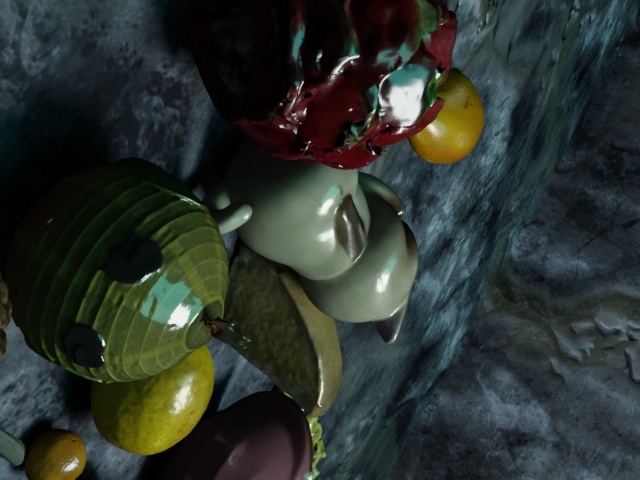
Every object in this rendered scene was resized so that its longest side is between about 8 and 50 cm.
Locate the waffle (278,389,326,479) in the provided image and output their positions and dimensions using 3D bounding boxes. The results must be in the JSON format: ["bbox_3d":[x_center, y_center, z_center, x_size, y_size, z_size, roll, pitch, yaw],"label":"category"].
[{"bbox_3d":[-0.104,0.466,1.976,0.317,0.073,0.297,-43,142,-22],"label":"waffle"}]

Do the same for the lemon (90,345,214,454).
[{"bbox_3d":[-0.233,0.204,1.306,0.170,0.170,0.207,-22,141,-59],"label":"lemon"}]

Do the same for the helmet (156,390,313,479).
[{"bbox_3d":[-0.168,0.424,1.622,0.197,0.271,0.338,7,107,-45],"label":"helmet"}]

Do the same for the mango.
[{"bbox_3d":[0.237,-0.237,1.868,0.257,0.138,0.187,-37,136,-58],"label":"mango"}]

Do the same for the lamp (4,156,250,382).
[{"bbox_3d":[-0.200,0.050,1.032,0.250,0.284,0.250,-53,162,-25],"label":"lamp"}]

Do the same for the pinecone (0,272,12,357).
[{"bbox_3d":[-0.371,0.082,0.835,0.184,0.179,0.204,-10,153,-51],"label":"pinecone"}]

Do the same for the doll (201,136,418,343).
[{"bbox_3d":[0.007,-0.029,1.386,0.370,0.215,0.226,37,89,-37],"label":"doll"}]

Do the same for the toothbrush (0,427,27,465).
[{"bbox_3d":[-0.406,0.210,1.107,0.297,0.031,0.030,79,35,-60],"label":"toothbrush"}]

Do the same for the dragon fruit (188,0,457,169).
[{"bbox_3d":[0.008,-0.237,1.127,0.329,0.329,0.329,-48,155,-32],"label":"dragon fruit"}]

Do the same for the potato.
[{"bbox_3d":[-0.021,0.124,1.569,0.211,0.264,0.189,-13,137,-55],"label":"potato"}]

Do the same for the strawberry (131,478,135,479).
[{"bbox_3d":[-0.293,0.488,1.403,0.261,0.261,0.257,86,28,-53],"label":"strawberry"}]

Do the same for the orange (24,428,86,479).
[{"bbox_3d":[-0.353,0.292,1.258,0.085,0.085,0.085,-48,155,-32],"label":"orange"}]
